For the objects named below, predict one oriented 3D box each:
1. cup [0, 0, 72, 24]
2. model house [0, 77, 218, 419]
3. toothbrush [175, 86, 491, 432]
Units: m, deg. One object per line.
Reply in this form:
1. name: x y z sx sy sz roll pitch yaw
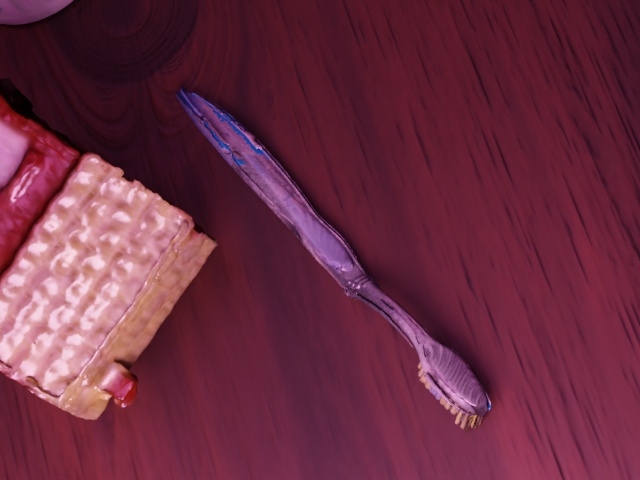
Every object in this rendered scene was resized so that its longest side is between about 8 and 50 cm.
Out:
1. cup: -0.337 -0.308 1.207 0.221 0.202 0.167 -23 66 9
2. model house: -0.217 0.017 1.098 0.254 0.160 0.196 35 87 21
3. toothbrush: 0.000 0.000 1.099 0.035 0.042 0.413 -26 61 -31
